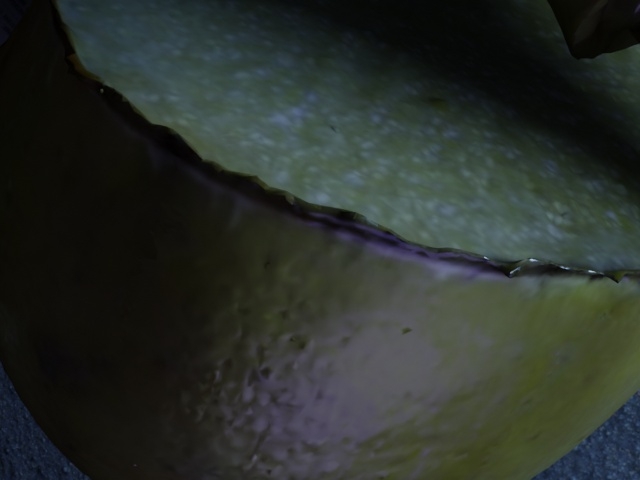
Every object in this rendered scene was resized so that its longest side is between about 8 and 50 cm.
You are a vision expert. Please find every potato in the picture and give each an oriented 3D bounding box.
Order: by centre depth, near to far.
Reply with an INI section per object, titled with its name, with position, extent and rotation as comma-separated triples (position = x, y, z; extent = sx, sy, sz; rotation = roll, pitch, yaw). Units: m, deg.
[potato]
position = 0.000, 0.000, 0.691
extent = 0.442, 0.385, 0.319
rotation = -3, 132, -40

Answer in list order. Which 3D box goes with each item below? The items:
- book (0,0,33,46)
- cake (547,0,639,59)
[book]
position = -0.214, -0.118, 0.687
extent = 0.264, 0.027, 0.202
rotation = -40, 169, -5
[cake]
position = 0.259, -0.147, 0.518
extent = 0.332, 0.321, 0.332
rotation = -28, 174, -3
